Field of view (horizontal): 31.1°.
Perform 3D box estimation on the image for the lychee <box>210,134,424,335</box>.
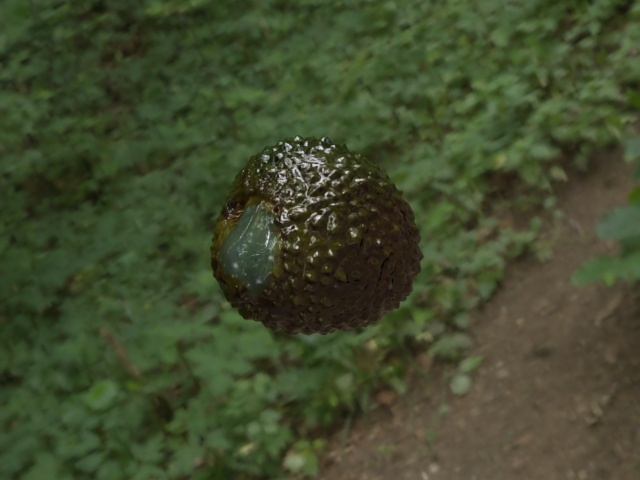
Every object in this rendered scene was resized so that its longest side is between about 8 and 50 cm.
[{"bbox_3d":[0.000,0.000,0.892,0.171,0.171,0.171,-28,1,0],"label":"lychee"}]
